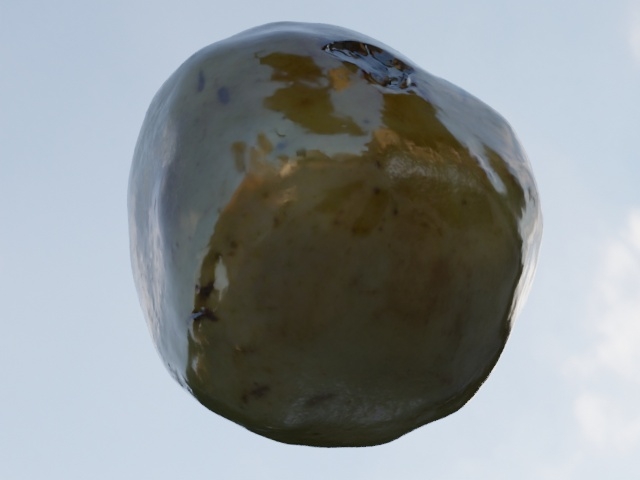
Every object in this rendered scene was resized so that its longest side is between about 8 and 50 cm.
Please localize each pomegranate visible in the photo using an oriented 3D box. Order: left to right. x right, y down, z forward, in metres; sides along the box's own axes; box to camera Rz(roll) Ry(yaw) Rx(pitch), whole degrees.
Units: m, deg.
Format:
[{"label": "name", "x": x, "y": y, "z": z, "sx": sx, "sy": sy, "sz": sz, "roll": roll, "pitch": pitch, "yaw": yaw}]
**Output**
[{"label": "pomegranate", "x": 0.000, "y": 0.000, "z": 1.255, "sx": 0.333, "sy": 0.332, "sz": 0.332, "roll": -17, "pitch": -46, "yaw": -19}]
